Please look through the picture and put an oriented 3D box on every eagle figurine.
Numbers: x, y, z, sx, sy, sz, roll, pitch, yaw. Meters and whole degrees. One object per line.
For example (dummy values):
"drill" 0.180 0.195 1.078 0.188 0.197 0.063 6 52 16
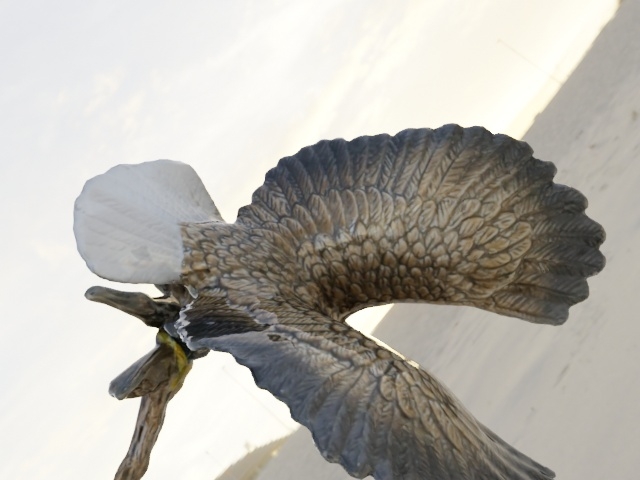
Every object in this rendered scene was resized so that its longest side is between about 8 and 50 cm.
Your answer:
"eagle figurine" 0.009 0.045 0.487 0.298 0.226 0.225 -9 -4 37
